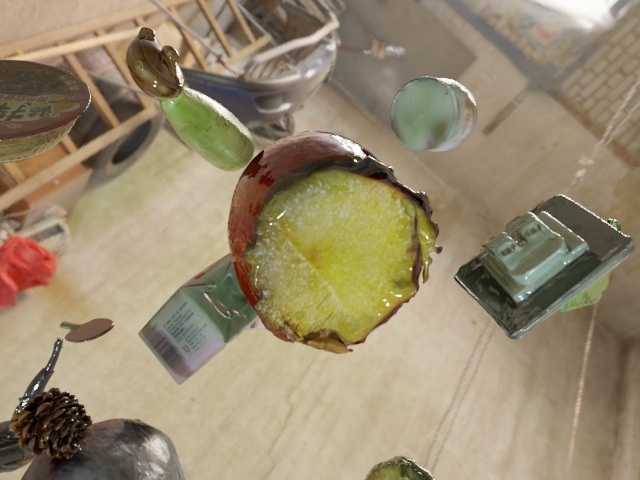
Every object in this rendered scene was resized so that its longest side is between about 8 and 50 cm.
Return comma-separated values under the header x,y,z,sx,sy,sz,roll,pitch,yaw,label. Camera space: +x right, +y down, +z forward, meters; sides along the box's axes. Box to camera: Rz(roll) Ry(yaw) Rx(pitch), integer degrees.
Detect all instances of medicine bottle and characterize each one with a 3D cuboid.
x,y,z,sx,sy,sz,roll,pitch,yaw,label
0.229,-0.252,1.343,0.147,0.147,0.143,-47,164,27,medicine bottle

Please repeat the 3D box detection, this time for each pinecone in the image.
x,y,z,sx,sy,sz,roll,pitch,yaw,label
-0.376,0.258,0.947,0.109,0.102,0.102,5,-149,27,pinecone

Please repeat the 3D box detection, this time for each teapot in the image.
x,y,z,sx,sy,sz,roll,pitch,yaw,label
-0.264,-0.291,1.091,0.078,0.129,0.098,-38,155,25,teapot

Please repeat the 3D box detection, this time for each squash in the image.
x,y,z,sx,sy,sz,roll,pitch,yaw,label
-0.231,-0.234,1.390,0.118,0.118,0.370,-47,161,0,squash

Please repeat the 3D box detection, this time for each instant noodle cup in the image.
x,y,z,sx,sy,sz,roll,pitch,yaw,label
-0.502,-0.190,1.055,0.274,0.274,0.090,-49,156,-48,instant noodle cup

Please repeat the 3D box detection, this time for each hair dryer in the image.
x,y,z,sx,sy,sz,roll,pitch,yaw,label
-0.653,0.352,1.418,0.359,0.120,0.304,-60,156,9,hair dryer

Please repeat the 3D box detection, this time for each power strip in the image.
x,y,z,sx,sy,sz,roll,pitch,yaw,label
0.279,0.013,0.900,0.198,0.064,0.213,-41,-157,5,power strip

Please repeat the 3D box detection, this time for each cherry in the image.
x,y,z,sx,sy,sz,roll,pitch,yaw,label
-0.330,0.409,1.029,0.218,0.255,0.296,-51,175,29,cherry

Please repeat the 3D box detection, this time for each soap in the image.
x,y,z,sx,sy,sz,roll,pitch,yaw,label
-0.218,0.147,1.299,0.199,0.138,0.182,-43,177,37,soap

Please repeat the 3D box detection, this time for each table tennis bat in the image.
x,y,z,sx,sy,sz,roll,pitch,yaw,label
-0.469,0.175,1.322,0.156,0.013,0.087,2,-155,41,table tennis bat

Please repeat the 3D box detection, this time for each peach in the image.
x,y,z,sx,sy,sz,roll,pitch,yaw,label
0.000,0.000,1.141,0.339,0.353,0.416,-43,169,-9,peach

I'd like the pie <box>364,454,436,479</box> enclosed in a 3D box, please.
x,y,z,sx,sy,sz,roll,pitch,yaw,label
0.174,0.527,1.210,0.071,0.306,0.306,-10,158,-35,pie

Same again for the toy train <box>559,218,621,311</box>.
x,y,z,sx,sy,sz,roll,pitch,yaw,label
0.488,0.039,1.314,0.243,0.132,0.188,-5,107,-46,toy train

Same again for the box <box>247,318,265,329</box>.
x,y,z,sx,sy,sz,roll,pitch,yaw,label
-0.134,0.179,1.856,0.247,0.033,0.129,1,105,-38,box
